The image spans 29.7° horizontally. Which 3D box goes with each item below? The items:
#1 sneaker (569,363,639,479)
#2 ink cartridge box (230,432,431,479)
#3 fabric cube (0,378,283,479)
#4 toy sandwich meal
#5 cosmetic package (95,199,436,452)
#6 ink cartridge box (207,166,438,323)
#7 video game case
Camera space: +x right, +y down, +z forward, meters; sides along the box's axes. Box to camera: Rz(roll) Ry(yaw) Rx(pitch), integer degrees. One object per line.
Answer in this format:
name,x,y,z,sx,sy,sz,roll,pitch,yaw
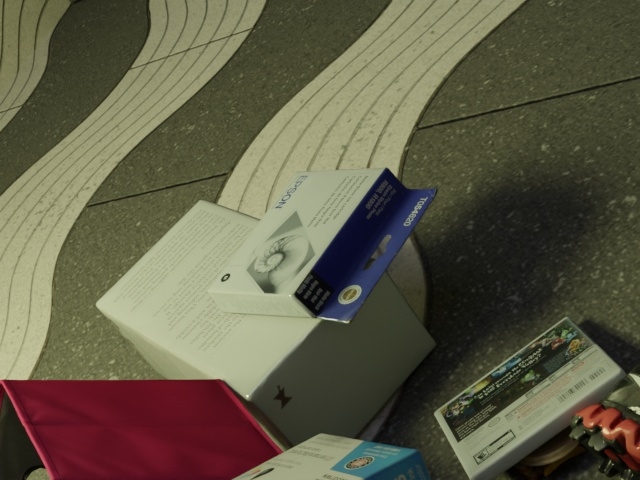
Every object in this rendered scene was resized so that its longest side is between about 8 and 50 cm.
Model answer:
sneaker,0.355,0.183,1.092,0.135,0.097,0.276,-47,30,-11
ink cartridge box,-0.034,0.320,1.060,0.270,0.197,0.198,-23,7,-27
fabric cube,-0.201,0.303,1.265,0.259,0.258,0.254,34,118,59
toy sandwich meal,0.235,0.214,1.249,0.085,0.029,0.085,-24,24,11
cosmetic package,-0.088,0.109,1.596,0.230,0.161,0.453,-46,31,-16
ink cartridge box,0.000,0.000,1.454,0.224,0.045,0.223,1,46,45
video game case,0.220,0.169,1.291,0.190,0.022,0.173,-37,16,3
